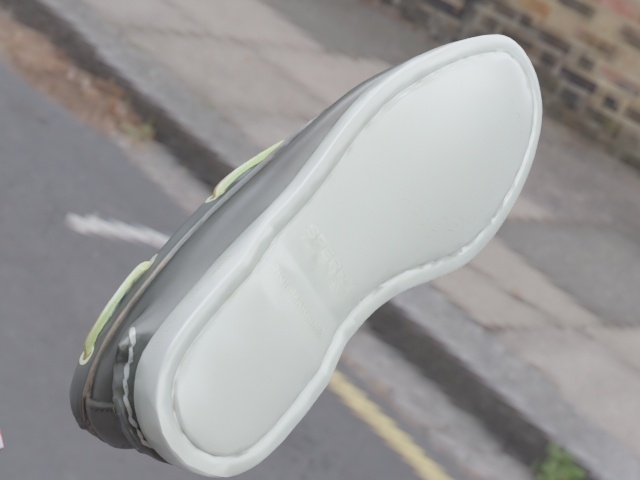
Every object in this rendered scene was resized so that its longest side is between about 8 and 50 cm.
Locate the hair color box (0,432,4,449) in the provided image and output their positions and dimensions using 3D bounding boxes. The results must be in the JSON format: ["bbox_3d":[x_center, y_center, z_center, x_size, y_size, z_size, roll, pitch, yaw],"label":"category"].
[{"bbox_3d":[-0.237,0.076,0.863,0.167,0.093,0.053,-15,-5,-16],"label":"hair color box"}]

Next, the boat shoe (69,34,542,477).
[{"bbox_3d":[-0.002,-0.004,0.938,0.091,0.109,0.305,1,37,48],"label":"boat shoe"}]
